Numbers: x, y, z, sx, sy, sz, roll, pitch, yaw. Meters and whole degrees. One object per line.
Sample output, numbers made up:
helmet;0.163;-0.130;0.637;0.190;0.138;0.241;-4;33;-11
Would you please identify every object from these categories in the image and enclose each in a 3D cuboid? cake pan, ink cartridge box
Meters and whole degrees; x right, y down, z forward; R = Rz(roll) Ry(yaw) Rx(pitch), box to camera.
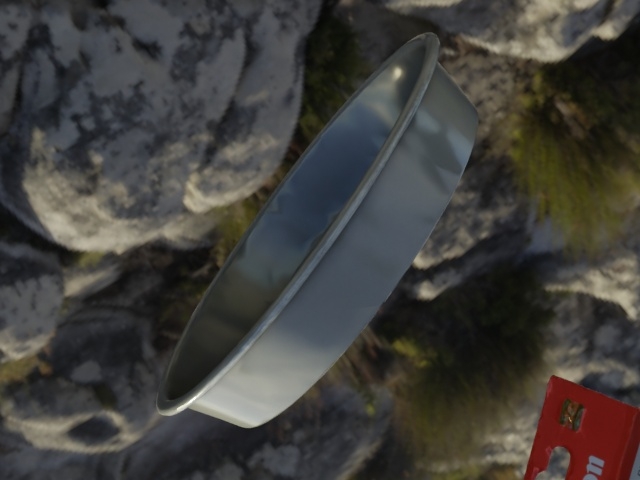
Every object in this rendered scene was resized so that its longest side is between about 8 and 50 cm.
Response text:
cake pan;0.000;0.000;0.721;0.293;0.054;0.293;-52;-170;13
ink cartridge box;0.244;0.229;0.857;0.066;0.232;0.189;1;104;-55
